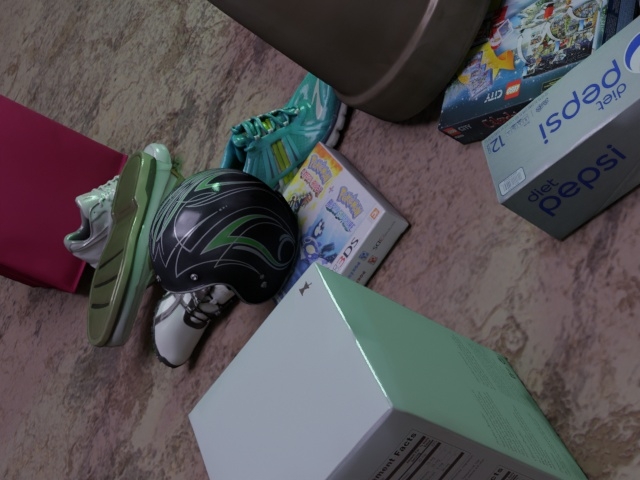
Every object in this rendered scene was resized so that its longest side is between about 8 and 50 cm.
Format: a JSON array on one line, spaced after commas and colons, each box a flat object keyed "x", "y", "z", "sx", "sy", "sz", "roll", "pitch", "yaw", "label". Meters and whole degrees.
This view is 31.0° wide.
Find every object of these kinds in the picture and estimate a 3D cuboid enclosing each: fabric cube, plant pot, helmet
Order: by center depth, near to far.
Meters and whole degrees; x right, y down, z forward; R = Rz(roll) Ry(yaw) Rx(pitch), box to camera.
[{"x": 0.015, "y": -0.336, "z": 1.364, "sx": 0.323, "sy": 0.280, "sz": 0.323, "roll": -46, "pitch": 35, "yaw": 46, "label": "plant pot"}, {"x": -0.125, "y": -0.005, "z": 1.409, "sx": 0.169, "sy": 0.161, "sz": 0.169, "roll": -31, "pitch": 47, "yaw": 41, "label": "helmet"}, {"x": -0.519, "y": -0.077, "z": 1.933, "sx": 0.259, "sy": 0.258, "sz": 0.254, "roll": -1, "pitch": 68, "yaw": 60, "label": "fabric cube"}]

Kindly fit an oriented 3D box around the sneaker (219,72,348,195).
[{"x": -0.062, "y": -0.125, "z": 1.524, "sx": 0.275, "sy": 0.110, "sz": 0.107, "roll": -54, "pitch": 35, "yaw": -5, "label": "sneaker"}]

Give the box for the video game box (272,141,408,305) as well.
[{"x": 0.000, "y": 0.000, "z": 1.428, "sx": 0.187, "sy": 0.048, "sz": 0.205, "roll": -54, "pitch": 36, "yaw": 10, "label": "video game box"}]

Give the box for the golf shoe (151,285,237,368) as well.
[{"x": -0.162, "y": 0.080, "z": 1.558, "sx": 0.094, "sy": 0.077, "sz": 0.198, "roll": 8, "pitch": 76, "yaw": 53, "label": "golf shoe"}]

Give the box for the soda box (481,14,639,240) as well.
[{"x": 0.294, "y": -0.125, "z": 1.086, "sx": 0.286, "sy": 0.098, "sz": 0.091, "roll": -39, "pitch": 40, "yaw": 30, "label": "soda box"}]

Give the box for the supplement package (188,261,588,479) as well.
[{"x": 0.060, "y": 0.191, "z": 1.034, "sx": 0.198, "sy": 0.262, "sz": 0.199, "roll": -51, "pitch": 36, "yaw": 17, "label": "supplement package"}]

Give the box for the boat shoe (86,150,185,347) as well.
[{"x": -0.259, "y": 0.020, "z": 1.694, "sx": 0.113, "sy": 0.103, "sz": 0.302, "roll": -17, "pitch": 56, "yaw": 52, "label": "boat shoe"}]

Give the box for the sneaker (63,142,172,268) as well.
[{"x": -0.321, "y": -0.059, "z": 1.816, "sx": 0.232, "sy": 0.115, "sz": 0.090, "roll": -59, "pitch": 35, "yaw": 6, "label": "sneaker"}]

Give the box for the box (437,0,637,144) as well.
[{"x": 0.233, "y": -0.206, "z": 1.251, "sx": 0.233, "sy": 0.044, "sz": 0.159, "roll": -13, "pitch": 59, "yaw": 53, "label": "box"}]
